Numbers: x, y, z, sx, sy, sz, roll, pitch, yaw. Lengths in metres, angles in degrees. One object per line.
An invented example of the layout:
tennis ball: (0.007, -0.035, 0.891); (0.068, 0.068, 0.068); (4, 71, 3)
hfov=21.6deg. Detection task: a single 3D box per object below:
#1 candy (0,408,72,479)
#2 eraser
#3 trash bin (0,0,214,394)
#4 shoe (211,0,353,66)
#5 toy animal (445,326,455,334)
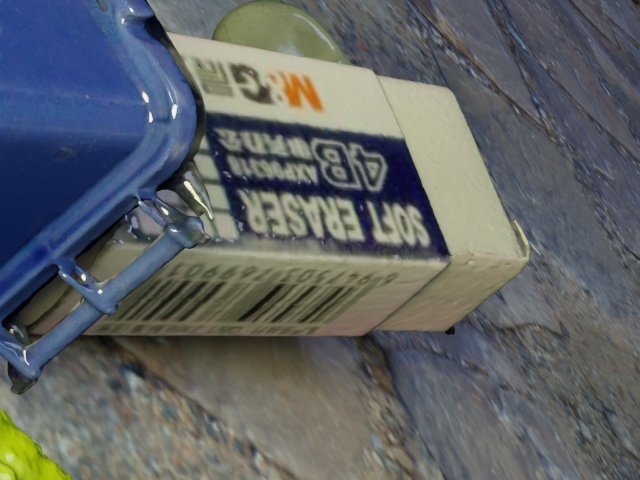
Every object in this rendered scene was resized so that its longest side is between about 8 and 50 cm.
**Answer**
candy: (-0.096, 0.116, 0.515); (0.209, 0.096, 0.097); (48, 19, -30)
eraser: (-0.030, -0.023, 0.806); (0.287, 0.086, 0.130); (5, 54, -47)
trash bin: (-0.165, -0.046, 0.540); (0.184, 0.162, 0.234); (58, 25, 16)
shoe: (-0.002, -0.068, 1.045); (0.195, 0.079, 0.078); (59, 6, 2)
toy animal: (0.000, 0.000, 0.962); (0.220, 0.062, 0.108); (40, 23, -16)
